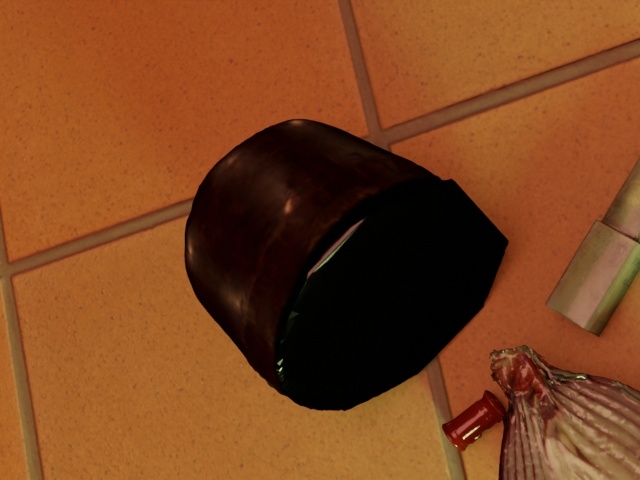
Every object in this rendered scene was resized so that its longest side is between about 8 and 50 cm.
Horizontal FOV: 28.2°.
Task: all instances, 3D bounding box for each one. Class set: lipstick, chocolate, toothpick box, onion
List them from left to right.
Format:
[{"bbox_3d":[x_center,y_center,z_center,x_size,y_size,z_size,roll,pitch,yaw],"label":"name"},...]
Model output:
[{"bbox_3d":[0.000,0.000,1.719,0.383,0.384,0.331,-50,52,9],"label":"chocolate"},{"bbox_3d":[0.210,0.243,1.720,0.083,0.047,0.047,-41,67,12],"label":"toothpick box"},{"bbox_3d":[0.338,0.287,1.598,0.267,0.159,0.348,-29,63,5],"label":"onion"},{"bbox_3d":[0.393,-0.001,1.663,0.077,0.079,0.253,33,95,28],"label":"lipstick"}]
